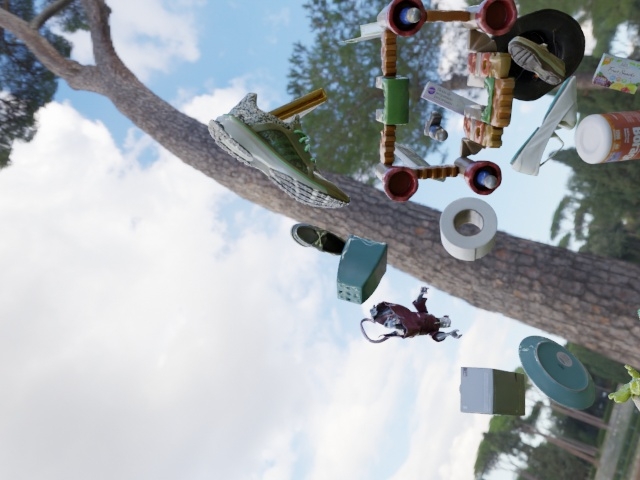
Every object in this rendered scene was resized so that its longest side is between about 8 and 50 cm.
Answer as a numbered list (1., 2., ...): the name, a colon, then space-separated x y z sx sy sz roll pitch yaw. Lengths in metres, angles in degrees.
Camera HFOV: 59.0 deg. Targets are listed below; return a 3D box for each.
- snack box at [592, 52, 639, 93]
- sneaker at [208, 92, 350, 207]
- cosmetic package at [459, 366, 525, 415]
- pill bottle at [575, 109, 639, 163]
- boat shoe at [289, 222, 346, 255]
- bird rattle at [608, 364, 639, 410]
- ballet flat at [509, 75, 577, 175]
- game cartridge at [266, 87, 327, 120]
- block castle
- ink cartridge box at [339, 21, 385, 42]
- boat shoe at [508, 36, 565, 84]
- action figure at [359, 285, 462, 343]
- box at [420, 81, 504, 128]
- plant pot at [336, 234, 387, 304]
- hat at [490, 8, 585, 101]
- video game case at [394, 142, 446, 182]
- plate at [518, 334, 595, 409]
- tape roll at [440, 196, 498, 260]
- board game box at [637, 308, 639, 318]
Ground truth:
1. snack box: 1.011 -0.565 1.915 0.037 0.141 0.100 -59 -17 -52
2. sneaker: -0.075 -0.238 1.454 0.182 0.410 0.158 -57 8 -12
3. cosmetic package: 0.486 0.426 1.589 0.238 0.107 0.127 20 -112 -50
4. pill bottle: 0.762 -0.260 1.407 0.216 0.121 0.121 -8 -62 -12
5. boat shoe: 0.001 -0.004 2.520 0.305 0.091 0.109 22 -102 -36
6. bird rattle: 0.974 0.446 1.618 0.253 0.207 0.143 0 -47 -16
7. ballet flat: 0.860 -0.409 2.092 0.400 0.139 0.139 -57 -31 4
8. game cartridge: -0.161 -0.412 1.978 0.285 0.324 0.052 -31 -83 -27
9. block castle: 0.288 -0.327 1.325 0.213 0.303 0.453 -116 24 -69
10. ink cartridge box: 0.209 -0.901 2.450 0.171 0.235 0.056 -32 -62 -57
11. boat shoe: 0.572 -0.488 1.493 0.190 0.068 0.072 27 -104 -26
12. action figure: 0.392 0.353 2.303 0.370 0.248 0.276 9 -46 -33
13. box: 0.528 -0.488 2.073 0.067 0.324 0.063 -66 1 -76
14. plant pot: 0.152 0.130 2.254 0.165 0.165 0.234 85 -155 -44
15. hat: 0.655 -0.608 1.797 0.331 0.331 0.134 67 -171 -47
16. video game case: 0.327 -0.272 1.943 0.173 0.190 0.022 2 -51 -53
17. plate: 0.514 0.275 1.218 0.188 0.188 0.024 -32 -25 -48
18. tape roll: 0.656 -0.051 2.509 0.246 0.246 0.169 -66 -20 -12
19. board game box: 0.755 0.165 1.094 0.039 0.259 0.124 5 -112 -29
